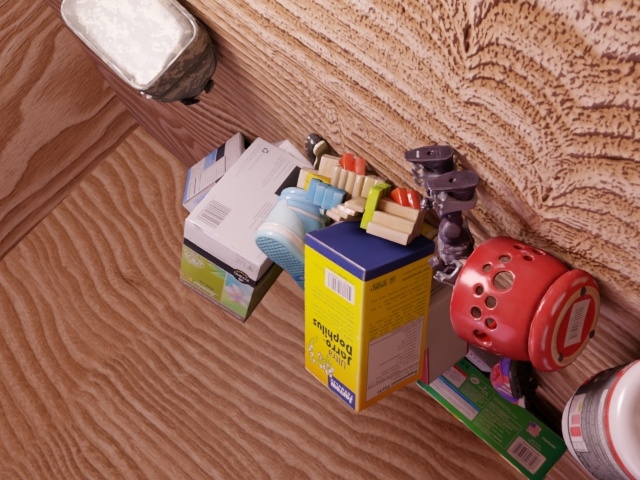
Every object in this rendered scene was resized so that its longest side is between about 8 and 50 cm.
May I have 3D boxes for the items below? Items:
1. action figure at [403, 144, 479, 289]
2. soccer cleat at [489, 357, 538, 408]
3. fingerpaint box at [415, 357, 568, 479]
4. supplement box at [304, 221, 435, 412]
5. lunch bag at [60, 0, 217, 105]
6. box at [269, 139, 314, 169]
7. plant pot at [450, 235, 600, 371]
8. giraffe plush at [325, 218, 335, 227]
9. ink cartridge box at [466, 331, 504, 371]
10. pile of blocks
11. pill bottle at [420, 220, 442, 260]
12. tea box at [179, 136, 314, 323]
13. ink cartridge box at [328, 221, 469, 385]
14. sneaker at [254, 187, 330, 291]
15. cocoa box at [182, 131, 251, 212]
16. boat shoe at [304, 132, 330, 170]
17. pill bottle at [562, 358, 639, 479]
[{"bbox_3d":[0.214,-0.031,1.146,0.285,0.099,0.185,70,-172,-49],"label":"action figure"},{"bbox_3d":[0.488,0.355,1.767,0.116,0.108,0.318,17,162,29],"label":"soccer cleat"},{"bbox_3d":[0.541,0.537,2.127,0.445,0.163,0.371,39,180,22],"label":"fingerpaint box"},{"bbox_3d":[0.097,0.148,1.460,0.195,0.194,0.356,32,131,44],"label":"supplement box"},{"bbox_3d":[-0.387,-0.462,1.544,0.305,0.212,0.256,43,-172,4],"label":"lunch bag"},{"bbox_3d":[-0.074,-0.180,1.936,0.232,0.058,0.322,46,172,-17],"label":"box"},{"bbox_3d":[0.330,0.105,1.085,0.174,0.191,0.191,26,161,47],"label":"plant pot"},{"bbox_3d":[0.033,-0.001,1.981,0.210,0.181,0.170,-7,119,56],"label":"giraffe plush"},{"bbox_3d":[0.394,0.274,2.010,0.275,0.060,0.239,43,170,2],"label":"ink cartridge box"},{"bbox_3d":[0.068,-0.111,1.403,0.149,0.112,0.362,-5,-154,-44],"label":"pile of blocks"},{"bbox_3d":[0.216,-0.007,1.444,0.116,0.065,0.065,34,168,42],"label":"pill bottle"},{"bbox_3d":[-0.179,-0.022,1.758,0.220,0.329,0.323,31,145,7],"label":"tea box"},{"bbox_3d":[0.180,0.132,1.704,0.385,0.160,0.279,36,149,39],"label":"ink cartridge box"},{"bbox_3d":[0.000,0.000,1.585,0.127,0.208,0.319,-4,142,39],"label":"sneaker"},{"bbox_3d":[-0.235,-0.114,2.152,0.347,0.228,0.231,48,-162,-30],"label":"cocoa box"},{"bbox_3d":[-0.008,-0.204,1.565,0.042,0.049,0.133,46,170,17],"label":"boat shoe"},{"bbox_3d":[0.522,0.303,1.100,0.210,0.210,0.363,41,171,14],"label":"pill bottle"}]
